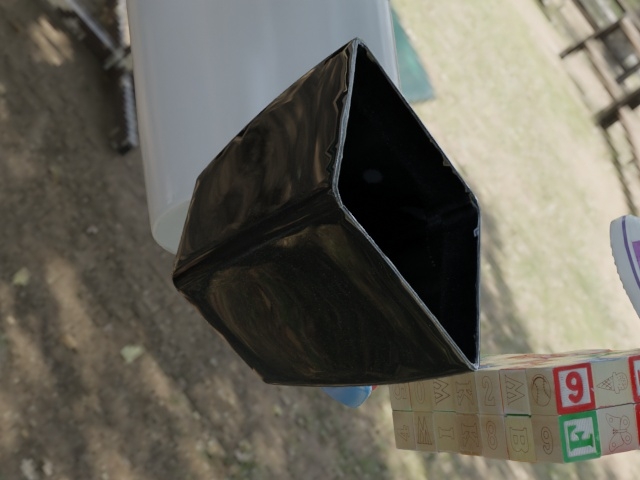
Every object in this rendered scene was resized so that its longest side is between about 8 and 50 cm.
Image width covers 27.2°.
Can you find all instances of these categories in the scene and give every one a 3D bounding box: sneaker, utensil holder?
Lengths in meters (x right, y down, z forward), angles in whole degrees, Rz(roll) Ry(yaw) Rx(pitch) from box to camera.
[{"bbox_3d":[0.464,0.071,1.587,0.102,0.161,0.282,15,49,-59],"label":"sneaker"},{"bbox_3d":[-0.065,-0.198,1.555,0.327,0.328,0.385,23,56,-54],"label":"utensil holder"}]

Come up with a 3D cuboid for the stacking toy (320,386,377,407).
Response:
[{"bbox_3d":[0.106,0.091,1.940,0.175,0.302,0.166,51,-18,10],"label":"stacking toy"}]

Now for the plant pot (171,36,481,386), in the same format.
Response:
[{"bbox_3d":[0.000,0.000,0.970,0.188,0.167,0.187,51,29,-32],"label":"plant pot"}]

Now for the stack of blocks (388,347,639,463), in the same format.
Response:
[{"bbox_3d":[0.216,0.160,1.320,0.171,0.297,0.087,-5,87,-28],"label":"stack of blocks"}]
